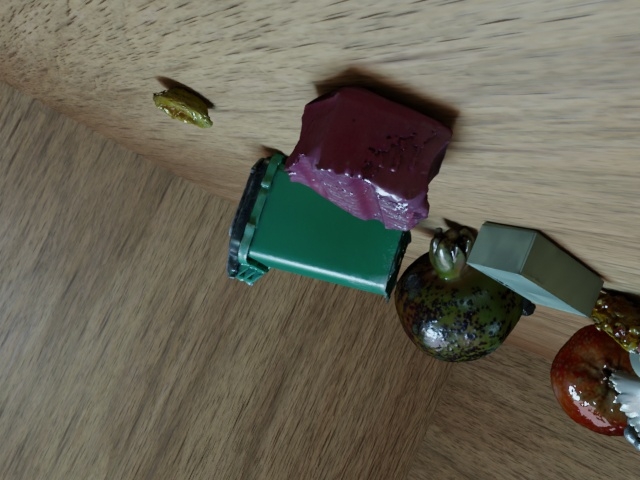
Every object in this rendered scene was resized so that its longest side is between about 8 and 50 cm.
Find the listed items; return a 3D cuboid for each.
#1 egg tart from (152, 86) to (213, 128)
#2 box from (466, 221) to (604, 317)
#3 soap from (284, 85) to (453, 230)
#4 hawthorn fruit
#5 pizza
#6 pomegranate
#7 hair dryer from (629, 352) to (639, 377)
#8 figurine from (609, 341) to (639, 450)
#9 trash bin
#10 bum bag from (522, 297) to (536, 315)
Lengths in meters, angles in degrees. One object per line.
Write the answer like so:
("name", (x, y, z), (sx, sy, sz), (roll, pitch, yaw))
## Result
("egg tart", (-0.269, -0.265, 1.278), (0.130, 0.052, 0.130), (23, 173, 3))
("box", (0.401, 0.056, 1.198), (0.225, 0.086, 0.129), (28, 172, -33))
("soap", (0.067, -0.107, 0.923), (0.220, 0.127, 0.325), (25, 175, 9))
("hawthorn fruit", (0.718, 0.337, 1.585), (0.287, 0.287, 0.330), (22, 180, 24))
("pizza", (0.580, 0.151, 1.230), (0.154, 0.069, 0.194), (25, -161, -2))
("pomegranate", (0.291, 0.102, 1.418), (0.284, 0.285, 0.341), (21, 143, 37))
("hair dryer", (0.731, 0.348, 1.253), (0.128, 0.362, 0.203), (-8, 175, -4))
("figurine", (0.600, 0.216, 1.061), (0.206, 0.166, 0.387), (11, 134, 18))
("trash bin", (0.000, 0.000, 1.474), (0.380, 0.295, 0.259), (18, 173, 12))
("bum bag", (0.454, 0.130, 1.733), (0.326, 0.080, 0.142), (24, -177, -24))
